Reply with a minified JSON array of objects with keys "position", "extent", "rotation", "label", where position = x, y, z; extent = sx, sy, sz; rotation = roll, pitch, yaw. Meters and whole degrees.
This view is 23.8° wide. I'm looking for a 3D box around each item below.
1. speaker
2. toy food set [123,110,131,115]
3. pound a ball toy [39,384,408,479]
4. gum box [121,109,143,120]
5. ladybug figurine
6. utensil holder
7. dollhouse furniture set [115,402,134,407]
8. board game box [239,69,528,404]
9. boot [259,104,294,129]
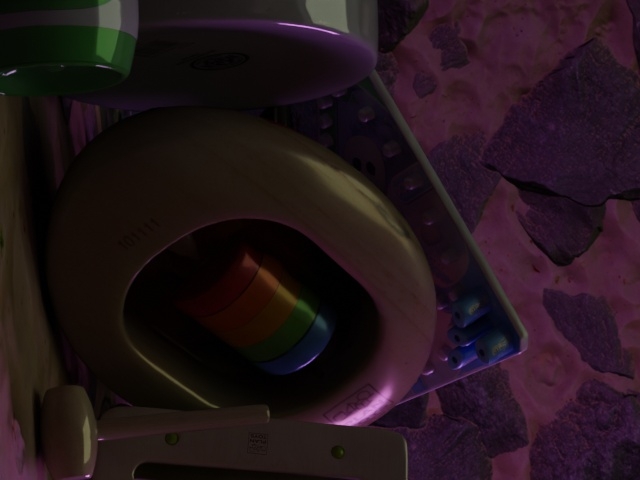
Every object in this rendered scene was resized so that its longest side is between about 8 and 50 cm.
[{"position":[-0.193,-0.253,1.028],"extent":[0.131,0.131,0.297],"rotation":[88,-2,-85],"label":"speaker"},{"position":[-0.199,-0.154,1.852],"extent":[0.104,0.111,0.232],"rotation":[96,-7,-46],"label":"toy food set"},{"position":[-0.085,0.218,1.302],"extent":[0.208,0.319,0.136],"rotation":[127,-32,-70],"label":"pound a ball toy"},{"position":[-0.223,-0.051,1.928],"extent":[0.157,0.041,0.184],"rotation":[85,1,-51],"label":"gum box"},{"position":[-0.070,0.031,1.399],"extent":[0.449,0.305,0.162],"rotation":[46,13,-41],"label":"ladybug figurine"},{"position":[-0.106,-0.333,1.339],"extent":[0.327,0.327,0.385],"rotation":[87,0,-82],"label":"utensil holder"},{"position":[-0.129,0.237,1.572],"extent":[0.161,0.242,0.212],"rotation":[-33,125,-48],"label":"dollhouse furniture set"},{"position":[0.000,0.000,1.605],"extent":[0.390,0.050,0.390],"rotation":[60,-33,2],"label":"board game box"},{"position":[-0.132,-0.059,1.500],"extent":[0.076,0.208,0.190],"rotation":[-77,174,-60],"label":"boot"}]
